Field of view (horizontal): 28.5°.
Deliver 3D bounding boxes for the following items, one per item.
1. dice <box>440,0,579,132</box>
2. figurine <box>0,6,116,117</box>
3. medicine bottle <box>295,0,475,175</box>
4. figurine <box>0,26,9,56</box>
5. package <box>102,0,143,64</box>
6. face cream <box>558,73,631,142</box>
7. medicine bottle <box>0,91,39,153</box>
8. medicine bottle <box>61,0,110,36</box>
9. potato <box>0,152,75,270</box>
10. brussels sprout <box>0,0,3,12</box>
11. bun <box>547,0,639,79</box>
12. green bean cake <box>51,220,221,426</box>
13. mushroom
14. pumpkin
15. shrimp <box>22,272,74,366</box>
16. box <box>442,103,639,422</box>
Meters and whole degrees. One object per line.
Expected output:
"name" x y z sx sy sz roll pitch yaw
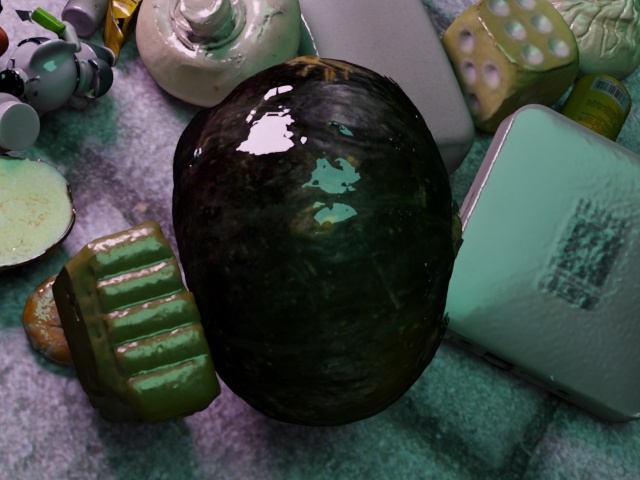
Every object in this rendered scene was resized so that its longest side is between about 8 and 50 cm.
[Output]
"dice" 0.299 -0.287 2.027 0.166 0.169 0.169 -21 68 -32
"figurine" -0.366 -0.231 1.732 0.126 0.147 0.192 34 31 22
"medicine bottle" 0.076 -0.260 1.943 0.282 0.123 0.375 -7 62 -24
"figurine" -0.571 -0.245 1.551 0.269 0.211 0.261 24 70 12
"package" -0.292 -0.330 1.866 0.047 0.071 0.131 24 54 -3
"face cream" 0.395 -0.125 2.002 0.105 0.105 0.349 33 52 0
"medicine bottle" -0.431 -0.156 1.643 0.140 0.079 0.079 13 38 41
"medicine bottle" -0.327 -0.390 1.899 0.057 0.058 0.199 25 52 -6
"potato" -0.416 -0.028 1.609 0.200 0.081 0.164 -9 71 -24
"brussels sprout" -0.536 -0.341 1.730 0.181 0.139 0.100 32 44 4
"bun" 0.476 -0.389 2.191 0.229 0.145 0.229 14 52 -18
"green bean cake" -0.222 0.111 1.476 0.124 0.236 0.233 -18 85 -20
"mushroom" -0.152 -0.314 1.818 0.246 0.202 0.246 -2 81 12
"pumpkin" 0.000 0.000 1.534 0.343 0.454 0.455 -10 59 2
"shrimp" -0.285 0.096 1.609 0.187 0.051 0.133 -18 87 -27
"box" 0.368 0.035 1.827 0.367 0.090 0.373 27 77 -3
